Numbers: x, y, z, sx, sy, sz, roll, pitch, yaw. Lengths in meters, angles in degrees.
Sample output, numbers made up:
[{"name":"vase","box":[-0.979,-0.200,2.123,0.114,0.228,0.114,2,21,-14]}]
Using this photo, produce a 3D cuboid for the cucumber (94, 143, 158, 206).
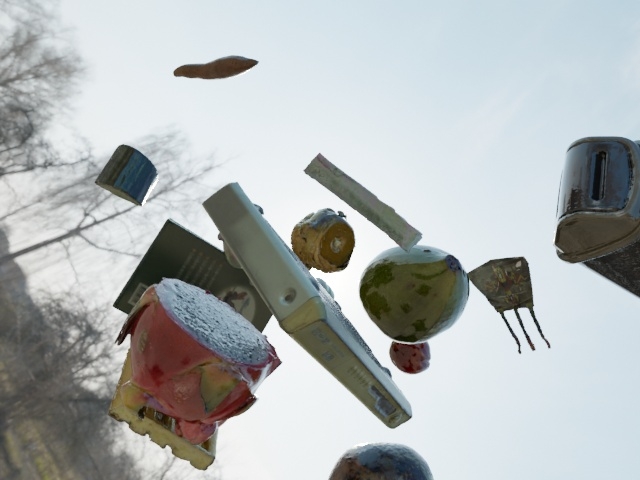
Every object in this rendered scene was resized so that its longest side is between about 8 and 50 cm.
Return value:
[{"name":"cucumber","box":[-0.434,-0.150,1.244,0.116,0.115,0.062,28,-28,-12]}]

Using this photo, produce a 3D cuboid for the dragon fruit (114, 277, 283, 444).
[{"name":"dragon fruit","box":[-0.253,0.240,1.049,0.305,0.226,0.305,36,8,-6]}]

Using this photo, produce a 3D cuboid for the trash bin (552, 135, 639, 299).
[{"name":"trash bin","box":[0.520,-0.029,0.915,0.290,0.209,0.182,30,-32,-15]}]

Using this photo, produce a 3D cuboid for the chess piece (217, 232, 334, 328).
[{"name":"chess piece","box":[-0.106,0.071,1.137,0.271,0.139,0.139,43,-25,-18]}]

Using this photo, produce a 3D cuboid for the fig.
[{"name":"fig","box":[0.187,0.084,1.040,0.203,0.203,0.225,53,-40,16]}]

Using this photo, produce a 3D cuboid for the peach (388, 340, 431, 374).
[{"name":"peach","box":[0.202,0.259,1.254,0.101,0.101,0.101,38,-37,36]}]

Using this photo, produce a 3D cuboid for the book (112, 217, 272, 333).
[{"name":"book","box":[-0.300,0.145,1.415,0.371,0.260,0.043,33,-6,-19]}]

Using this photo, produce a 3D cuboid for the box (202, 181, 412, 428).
[{"name":"box","box":[-0.005,0.072,0.563,0.211,0.045,0.270,51,-2,42]}]

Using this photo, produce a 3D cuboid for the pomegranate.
[{"name":"pomegranate","box":[0.145,0.584,1.179,0.285,0.285,0.341,58,-15,6]}]

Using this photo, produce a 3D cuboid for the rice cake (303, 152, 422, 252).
[{"name":"rice cake","box":[0.067,-0.059,0.849,0.211,0.043,0.034,38,10,4]}]

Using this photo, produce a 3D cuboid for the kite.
[{"name":"kite","box":[0.439,0.148,1.244,0.141,0.015,0.245,-20,-80,38]}]

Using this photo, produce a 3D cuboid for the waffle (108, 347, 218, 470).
[{"name":"waffle","box":[-0.318,0.344,1.175,0.248,0.055,0.221,42,15,-22]}]

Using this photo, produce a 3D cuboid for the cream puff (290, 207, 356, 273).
[{"name":"cream puff","box":[0.000,0.000,1.015,0.104,0.133,0.119,20,-71,50]}]

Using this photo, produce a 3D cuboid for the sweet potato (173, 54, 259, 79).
[{"name":"sweet potato","box":[-0.270,-0.441,1.415,0.264,0.057,0.057,0,-63,29]}]
